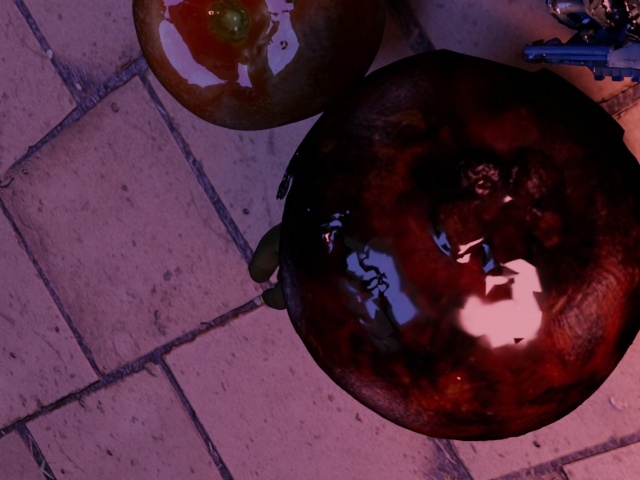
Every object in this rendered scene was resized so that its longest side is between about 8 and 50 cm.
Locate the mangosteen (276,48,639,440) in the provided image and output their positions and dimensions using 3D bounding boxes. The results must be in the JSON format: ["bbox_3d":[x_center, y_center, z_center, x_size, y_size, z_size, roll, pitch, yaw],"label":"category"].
[{"bbox_3d":[0.141,-0.009,1.938,0.421,0.381,0.381,-88,-22,-74],"label":"mangosteen"}]

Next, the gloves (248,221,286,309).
[{"bbox_3d":[0.002,0.010,2.310,0.268,0.135,0.107,133,144,-52],"label":"gloves"}]

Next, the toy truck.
[{"bbox_3d":[0.251,-0.229,1.819,0.113,0.126,0.208,6,121,48],"label":"toy truck"}]

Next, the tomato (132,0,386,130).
[{"bbox_3d":[-0.056,-0.255,2.093,0.270,0.222,0.270,8,114,19],"label":"tomato"}]
